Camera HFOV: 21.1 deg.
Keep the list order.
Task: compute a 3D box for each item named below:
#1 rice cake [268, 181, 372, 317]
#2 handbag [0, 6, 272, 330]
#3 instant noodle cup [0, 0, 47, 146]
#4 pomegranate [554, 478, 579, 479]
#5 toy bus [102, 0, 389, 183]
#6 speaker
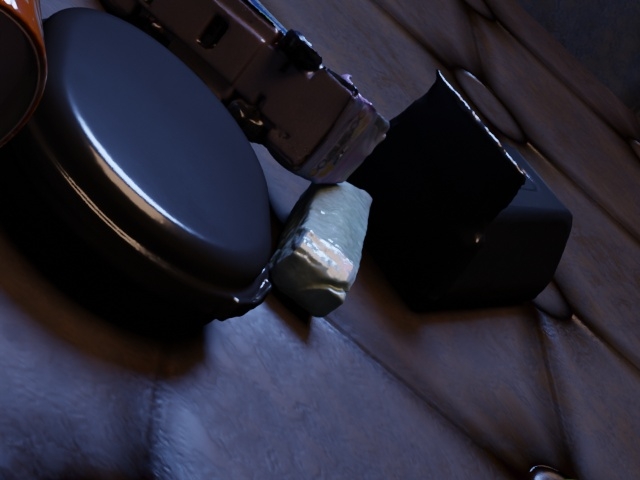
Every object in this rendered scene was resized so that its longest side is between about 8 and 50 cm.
[{"bbox_3d":[0.000,0.000,1.546,0.069,0.063,0.206,37,20,-10],"label":"rice cake"},{"bbox_3d":[-0.142,-0.053,1.319,0.254,0.093,0.308,40,21,-23],"label":"handbag"},{"bbox_3d":[-0.283,-0.162,1.056,0.250,0.250,0.192,23,40,-48],"label":"instant noodle cup"},{"bbox_3d":[0.199,0.258,1.395,0.130,0.130,0.130,40,21,-19],"label":"pomegranate"},{"bbox_3d":[-0.069,-0.174,1.612,0.317,0.112,0.138,46,11,28],"label":"toy bus"},{"bbox_3d":[0.169,-0.049,1.805,0.180,0.184,0.388,52,20,16],"label":"speaker"}]
